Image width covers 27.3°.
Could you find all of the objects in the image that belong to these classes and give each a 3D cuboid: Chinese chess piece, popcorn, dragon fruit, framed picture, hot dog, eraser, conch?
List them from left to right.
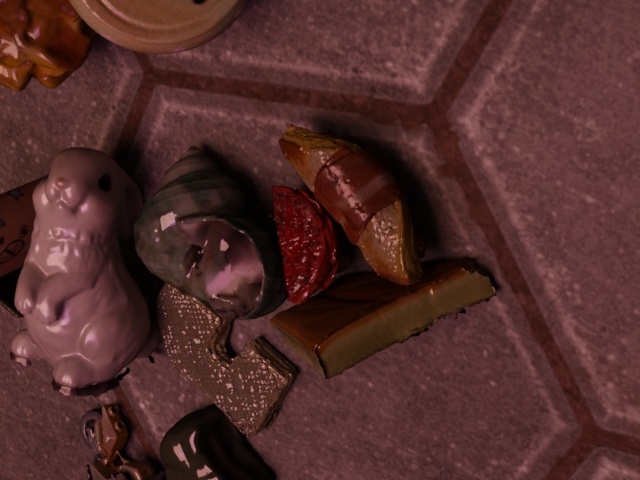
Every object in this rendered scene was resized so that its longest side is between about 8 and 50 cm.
[{"bbox_3d":[-0.478,-0.004,1.947,0.087,0.290,0.171,46,131,11],"label":"eraser"},{"bbox_3d":[-0.475,0.077,2.067,0.142,0.183,0.011,37,101,17],"label":"framed picture"},{"bbox_3d":[-0.395,-0.337,1.793,0.332,0.225,0.264,24,114,53],"label":"popcorn"},{"bbox_3d":[-0.198,-0.354,1.612,0.101,0.250,0.250,-135,26,-77],"label":"Chinese chess piece"},{"bbox_3d":[-0.149,-0.002,1.784,0.220,0.196,0.277,121,139,-58],"label":"conch"},{"bbox_3d":[0.000,0.000,1.718,0.083,0.106,0.162,-23,70,27],"label":"dragon fruit"},{"bbox_3d":[0.055,-0.059,1.644,0.261,0.093,0.123,51,168,8],"label":"hot dog"}]

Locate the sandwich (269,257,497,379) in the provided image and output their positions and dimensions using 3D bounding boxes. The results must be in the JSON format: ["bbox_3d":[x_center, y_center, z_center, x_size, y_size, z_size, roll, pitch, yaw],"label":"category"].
[{"bbox_3d":[0.070,0.077,1.692,0.063,0.245,0.212,70,166,-16],"label":"sandwich"}]

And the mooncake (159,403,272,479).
[{"bbox_3d":[-0.158,0.339,1.996,0.175,0.104,0.168,30,120,19],"label":"mooncake"}]

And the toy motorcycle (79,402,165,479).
[{"bbox_3d":[-0.312,0.370,2.140,0.130,0.094,0.229,-32,77,37],"label":"toy motorcycle"}]

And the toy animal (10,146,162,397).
[{"bbox_3d":[-0.336,0.033,1.915,0.194,0.258,0.357,20,110,31],"label":"toy animal"}]

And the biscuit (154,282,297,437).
[{"bbox_3d":[-0.152,0.165,1.943,0.250,0.046,0.147,43,130,13],"label":"biscuit"}]
